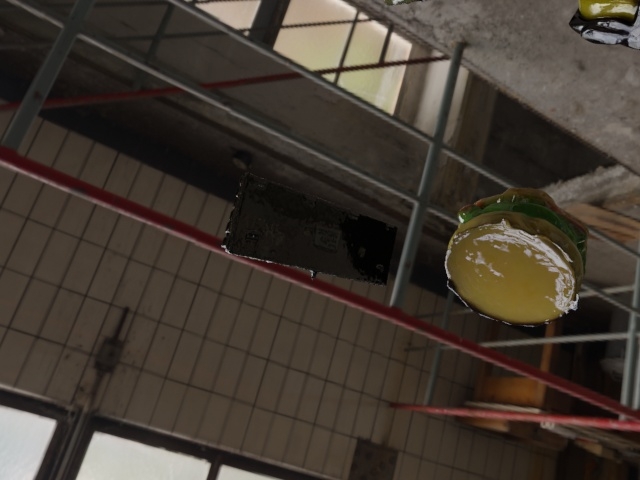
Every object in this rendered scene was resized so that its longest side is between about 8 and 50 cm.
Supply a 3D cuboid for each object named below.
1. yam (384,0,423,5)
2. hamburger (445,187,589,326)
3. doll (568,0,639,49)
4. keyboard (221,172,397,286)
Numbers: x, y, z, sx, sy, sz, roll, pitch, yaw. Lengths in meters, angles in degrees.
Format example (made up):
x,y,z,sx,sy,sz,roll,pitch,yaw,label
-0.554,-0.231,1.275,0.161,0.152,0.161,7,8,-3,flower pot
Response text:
x,y,z,sx,sy,sz,roll,pitch,yaw,label
0.156,-0.546,0.971,0.195,0.195,0.300,-3,115,44,yam
0.322,0.014,0.979,0.237,0.149,0.237,20,137,20,hamburger
0.332,-0.218,0.553,0.127,0.248,0.088,-13,134,-7,doll
0.000,0.000,0.780,0.027,0.106,0.317,11,176,40,keyboard
